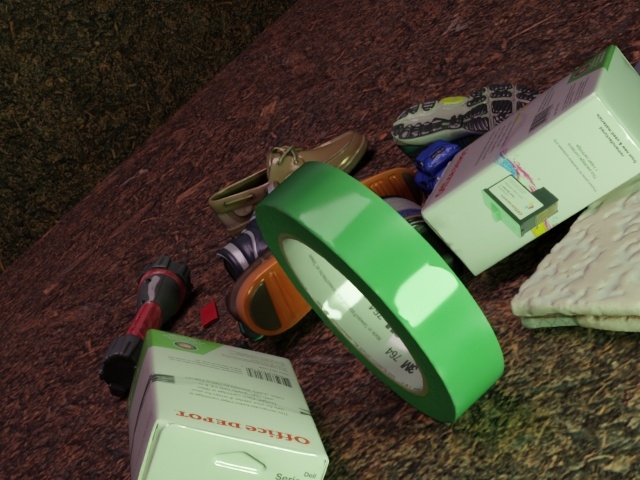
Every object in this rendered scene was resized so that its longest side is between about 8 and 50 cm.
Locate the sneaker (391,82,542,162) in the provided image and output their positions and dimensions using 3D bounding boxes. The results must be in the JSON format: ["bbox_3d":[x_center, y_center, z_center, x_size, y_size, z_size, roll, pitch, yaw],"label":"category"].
[{"bbox_3d":[0.251,-0.175,1.716,0.275,0.110,0.107,-4,52,28],"label":"sneaker"}]

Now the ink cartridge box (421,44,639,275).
[{"bbox_3d":[0.286,-0.102,1.387,0.278,0.117,0.201,-36,10,32],"label":"ink cartridge box"}]

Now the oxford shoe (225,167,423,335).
[{"bbox_3d":[0.000,0.000,1.674,0.363,0.130,0.132,-35,21,-18],"label":"oxford shoe"}]

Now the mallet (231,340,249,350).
[{"bbox_3d":[-0.205,0.193,1.715,0.189,0.062,0.039,-30,22,17],"label":"mallet"}]

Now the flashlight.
[{"bbox_3d":[-0.314,0.144,1.952,0.103,0.103,0.304,-25,21,22],"label":"flashlight"}]

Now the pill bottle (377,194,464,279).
[{"bbox_3d":[0.111,0.004,1.522,0.123,0.123,0.219,-38,19,-3],"label":"pill bottle"}]

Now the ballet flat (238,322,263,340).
[{"bbox_3d":[-0.076,0.074,1.758,0.074,0.074,0.203,-16,28,45],"label":"ballet flat"}]

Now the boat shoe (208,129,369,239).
[{"bbox_3d":[-0.064,-0.126,2.118,0.341,0.110,0.122,-32,20,13],"label":"boat shoe"}]

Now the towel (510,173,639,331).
[{"bbox_3d":[0.405,-0.017,1.181,0.332,0.053,0.317,-46,20,-26],"label":"towel"}]

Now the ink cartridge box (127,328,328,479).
[{"bbox_3d":[-0.120,0.222,1.279,0.273,0.198,0.115,-121,47,-70],"label":"ink cartridge box"}]

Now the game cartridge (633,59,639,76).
[{"bbox_3d":[0.513,-0.277,1.431,0.198,0.062,0.297,-55,4,-18],"label":"game cartridge"}]

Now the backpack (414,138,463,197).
[{"bbox_3d":[0.199,-0.094,1.629,0.098,0.101,0.120,-44,23,0],"label":"backpack"}]

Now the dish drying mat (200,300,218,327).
[{"bbox_3d":[-0.198,0.132,1.922,0.032,0.008,0.083,-35,19,2],"label":"dish drying mat"}]

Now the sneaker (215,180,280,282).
[{"bbox_3d":[-0.108,-0.009,1.952,0.153,0.099,0.282,-35,20,7],"label":"sneaker"}]

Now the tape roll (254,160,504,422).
[{"bbox_3d":[0.060,0.059,1.193,0.077,0.321,0.321,-42,20,-13],"label":"tape roll"}]
